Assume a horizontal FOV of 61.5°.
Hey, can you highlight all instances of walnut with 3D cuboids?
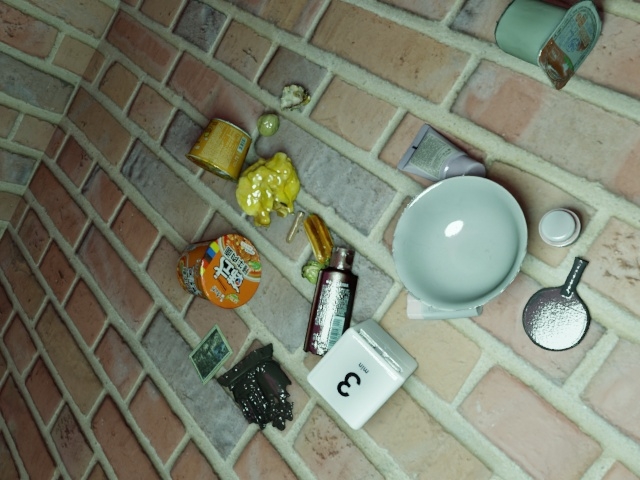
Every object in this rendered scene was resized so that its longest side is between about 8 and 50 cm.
[{"bbox_3d":[-0.187,-0.414,1.922,0.092,0.092,0.092,-9,74,33],"label":"walnut"}]

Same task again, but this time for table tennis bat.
[{"bbox_3d":[0.578,0.152,1.289,0.150,0.027,0.236,26,96,36],"label":"table tennis bat"}]

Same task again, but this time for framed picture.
[{"bbox_3d":[-0.396,0.407,1.921,0.183,0.011,0.142,-49,57,17],"label":"framed picture"}]

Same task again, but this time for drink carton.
[{"bbox_3d":[0.572,-0.524,1.369,0.191,0.186,0.189,-56,44,13],"label":"drink carton"}]

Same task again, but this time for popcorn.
[{"bbox_3d":[-0.182,-0.170,1.797,0.191,0.190,0.253,9,88,43],"label":"popcorn"}]

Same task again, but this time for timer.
[{"bbox_3d":[0.115,0.351,1.440,0.192,0.194,0.195,43,106,16],"label":"timer"}]

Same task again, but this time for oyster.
[{"bbox_3d":[-0.085,-0.493,1.885,0.148,0.051,0.103,28,99,51],"label":"oyster"}]

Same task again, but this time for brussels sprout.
[{"bbox_3d":[-0.028,0.098,1.710,0.085,0.058,0.085,-27,50,38],"label":"brussels sprout"}]

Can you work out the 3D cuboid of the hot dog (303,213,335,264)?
[{"bbox_3d":[0.000,0.000,1.709,0.072,0.055,0.188,-20,70,-4],"label":"hot dog"}]

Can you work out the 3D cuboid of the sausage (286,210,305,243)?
[{"bbox_3d":[-0.086,-0.043,1.799,0.026,0.026,0.116,29,97,36],"label":"sausage"}]

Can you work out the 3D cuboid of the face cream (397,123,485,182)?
[{"bbox_3d":[0.336,-0.223,1.516,0.154,0.096,0.274,-60,42,12],"label":"face cream"}]

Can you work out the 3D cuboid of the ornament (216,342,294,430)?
[{"bbox_3d":[-0.189,0.493,1.713,0.251,0.106,0.260,-40,68,30],"label":"ornament"}]

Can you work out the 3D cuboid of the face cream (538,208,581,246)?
[{"bbox_3d":[0.576,-0.027,1.287,0.091,0.095,0.091,-9,74,33],"label":"face cream"}]

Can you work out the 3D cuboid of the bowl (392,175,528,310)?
[{"bbox_3d":[0.371,0.020,1.378,0.346,0.157,0.345,-10,71,32],"label":"bowl"}]

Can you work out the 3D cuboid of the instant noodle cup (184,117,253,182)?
[{"bbox_3d":[-0.359,-0.330,1.954,0.216,0.216,0.172,21,83,36],"label":"instant noodle cup"}]

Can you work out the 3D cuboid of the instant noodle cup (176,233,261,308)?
[{"bbox_3d":[-0.356,0.099,1.834,0.192,0.250,0.250,2,80,43],"label":"instant noodle cup"}]

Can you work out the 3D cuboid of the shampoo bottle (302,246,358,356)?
[{"bbox_3d":[0.038,0.184,1.613,0.129,0.084,0.322,10,85,1],"label":"shampoo bottle"}]

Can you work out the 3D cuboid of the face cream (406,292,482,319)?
[{"bbox_3d":[0.328,0.171,1.441,0.198,0.057,0.084,-6,69,36],"label":"face cream"}]
